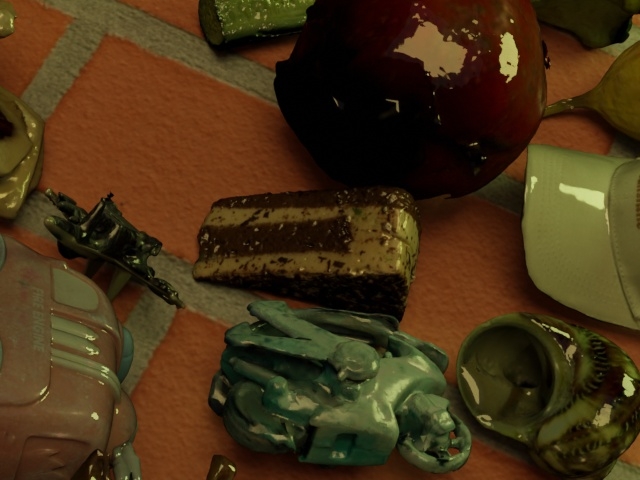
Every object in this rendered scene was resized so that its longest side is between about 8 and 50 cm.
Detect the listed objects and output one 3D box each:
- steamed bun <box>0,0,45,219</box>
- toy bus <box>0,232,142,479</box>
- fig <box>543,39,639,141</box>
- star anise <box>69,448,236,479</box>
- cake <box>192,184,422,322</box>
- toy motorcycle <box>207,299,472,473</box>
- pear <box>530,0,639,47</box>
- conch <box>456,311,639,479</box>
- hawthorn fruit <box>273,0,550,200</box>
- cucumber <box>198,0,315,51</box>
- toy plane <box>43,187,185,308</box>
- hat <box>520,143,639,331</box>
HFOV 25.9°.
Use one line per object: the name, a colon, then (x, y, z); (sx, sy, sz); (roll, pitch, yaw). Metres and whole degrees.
steamed bun: (-0.474, -0.209, 1.519); (0.428, 0.189, 0.247); (25, 53, 6)
toy bus: (-0.289, 0.132, 1.323); (0.232, 0.197, 0.294); (12, 31, -19)
fig: (0.382, -0.173, 1.672); (0.257, 0.159, 0.159); (-9, 61, 11)
star anise: (-0.224, 0.336, 1.229); (0.349, 0.292, 0.109); (-14, 26, -21)
cake: (-0.010, -0.005, 1.500); (0.246, 0.135, 0.112); (13, 62, -1)
toy motorcycle: (0.021, 0.149, 1.424); (0.260, 0.154, 0.206); (8, 37, -13)
pear: (0.271, -0.353, 1.681); (0.255, 0.238, 0.164); (7, 66, -7)
conch: (0.247, 0.169, 1.457); (0.187, 0.124, 0.181); (-11, 71, 17)
hawthorn fruit: (0.099, -0.185, 1.540); (0.316, 0.316, 0.316); (4, 61, -7)
cucumber: (-0.042, -0.289, 1.703); (0.211, 0.062, 0.078); (-17, 99, -24)
toy plane: (-0.220, -0.004, 1.403); (0.192, 0.262, 0.088); (39, 80, 13)
hat: (0.365, -0.036, 1.538); (0.301, 0.168, 0.258); (17, 58, -16)
